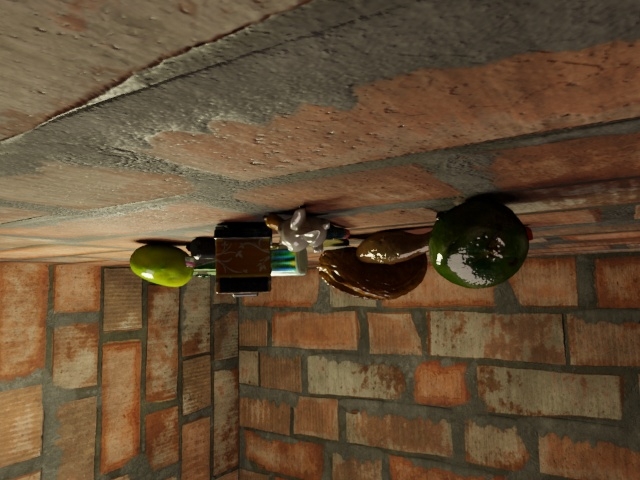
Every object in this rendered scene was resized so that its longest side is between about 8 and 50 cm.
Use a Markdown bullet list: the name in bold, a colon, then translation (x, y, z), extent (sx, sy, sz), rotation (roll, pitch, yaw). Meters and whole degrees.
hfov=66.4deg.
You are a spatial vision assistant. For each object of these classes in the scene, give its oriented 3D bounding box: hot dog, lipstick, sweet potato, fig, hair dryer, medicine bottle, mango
- **hot dog**: translation (0.181, 0.100, 1.707), extent (0.388, 0.174, 0.267), rotation (-7, -165, -16)
- **lipstick**: translation (0.028, -0.026, 1.323), extent (0.053, 0.053, 0.234), rotation (-4, 179, 24)
- **sweet potato**: translation (0.257, 0.012, 1.476), extent (0.385, 0.109, 0.109), rotation (-12, 169, 38)
- **fig**: translation (0.321, -0.019, 1.052), extent (0.203, 0.203, 0.235), rotation (-1, -147, -2)
- **hair dryer**: translation (-0.425, 0.023, 1.689), extent (0.114, 0.070, 0.248), rotation (2, -178, -40)
- **medicine bottle**: translation (-0.165, 0.080, 1.928), extent (0.229, 0.121, 0.083), rotation (-4, 174, 27)
- **mango**: translation (-0.575, 0.083, 1.757), extent (0.185, 0.149, 0.273), rotation (13, 173, 29)

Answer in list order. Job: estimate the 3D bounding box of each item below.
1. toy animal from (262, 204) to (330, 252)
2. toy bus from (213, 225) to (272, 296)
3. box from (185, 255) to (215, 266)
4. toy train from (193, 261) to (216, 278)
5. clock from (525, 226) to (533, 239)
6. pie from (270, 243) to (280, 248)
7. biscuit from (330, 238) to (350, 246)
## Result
- **toy animal**: translation (-0.048, -0.034, 1.097), extent (0.127, 0.131, 0.182), rotation (-38, 169, 19)
- **toy bus**: translation (-0.216, 0.064, 1.399), extent (0.162, 0.194, 0.323), rotation (-1, 174, -8)
- **box**: translation (-0.399, 0.056, 1.795), extent (0.050, 0.041, 0.207), rotation (7, -164, 37)
- **toy train**: translation (-0.414, 0.099, 2.045), extent (0.308, 0.126, 0.189), rotation (0, 175, -16)
- **clock**: translation (0.541, -0.013, 1.470), extent (0.155, 0.061, 0.113), rotation (-4, 175, -8)
- **pie**: translation (-0.196, 0.023, 1.857), extent (0.084, 0.019, 0.084), rotation (-2, 174, 0)
- **biscuit**: translation (0.000, 0.000, 1.630), extent (0.172, 0.029, 0.254), rotation (-3, 174, 11)
